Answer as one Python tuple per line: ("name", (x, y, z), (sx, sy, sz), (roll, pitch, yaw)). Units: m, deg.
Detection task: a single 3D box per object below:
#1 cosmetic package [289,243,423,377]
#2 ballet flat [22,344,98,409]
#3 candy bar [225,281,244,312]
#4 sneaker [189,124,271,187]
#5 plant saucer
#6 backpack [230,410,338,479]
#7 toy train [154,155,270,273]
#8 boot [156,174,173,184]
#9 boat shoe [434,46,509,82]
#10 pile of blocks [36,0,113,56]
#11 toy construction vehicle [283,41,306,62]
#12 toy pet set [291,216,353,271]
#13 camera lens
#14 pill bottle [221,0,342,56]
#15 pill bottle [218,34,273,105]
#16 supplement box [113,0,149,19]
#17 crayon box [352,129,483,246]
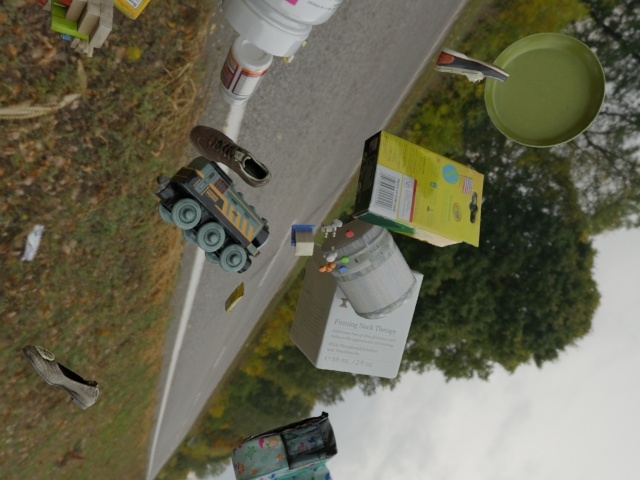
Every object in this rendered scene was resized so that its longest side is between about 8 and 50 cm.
("cosmetic package", (0.120, 0.252, 1.880), (0.327, 0.330, 0.393), (-157, -99, -69))
("ballet flat", (-0.555, 0.291, 1.099), (0.058, 0.084, 0.249), (-36, 139, -18))
("candy bar", (-0.242, 0.163, 1.414), (0.018, 0.040, 0.161), (5, 152, -25))
("sneaker", (-0.178, -0.180, 1.043), (0.071, 0.188, 0.066), (-7, -126, 62))
("plant saucer", (0.475, -0.318, 1.082), (0.241, 0.241, 0.037), (-49, 173, 9))
("backpack", (-0.092, 0.555, 1.260), (0.254, 0.191, 0.225), (-6, 151, -13))
("toy train", (-0.269, -0.061, 1.316), (0.190, 0.334, 0.142), (-51, -146, -15))
("boot", (-0.538, -0.251, 2.098), (0.161, 0.083, 0.247), (-37, 143, 26))
("boat shoe", (0.283, -0.320, 0.945), (0.049, 0.137, 0.043), (-70, 179, -63))
("pile of blocks", (-0.502, -0.448, 0.979), (0.113, 0.362, 0.148), (5, 106, -37))
("toy construction vehicle", (-0.096, -0.512, 1.294), (0.086, 0.098, 0.035), (-49, -159, 4))
("toy pet set", (0.000, 0.000, 0.998), (0.122, 0.114, 0.065), (99, -11, -47))
("camera lens", (0.153, 0.089, 1.568), (0.219, 0.274, 0.219), (-29, -164, 9))
("pill bottle", (-0.014, -0.409, 0.697), (0.283, 0.160, 0.160), (-45, 179, 39))
("pill bottle", (-0.230, -0.502, 1.503), (0.121, 0.121, 0.221), (-46, -174, -28))
("supplement box", (-0.500, -0.825, 1.404), (0.356, 0.194, 0.195), (-50, -147, 3))
("crayon box", (0.243, -0.110, 1.212), (0.081, 0.319, 0.202), (-22, -126, 62))
